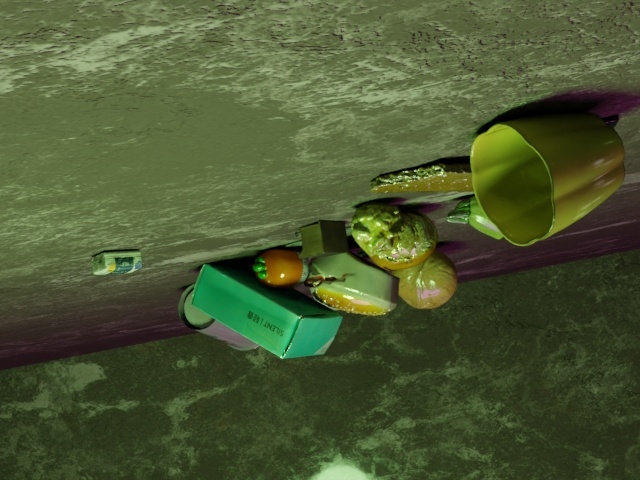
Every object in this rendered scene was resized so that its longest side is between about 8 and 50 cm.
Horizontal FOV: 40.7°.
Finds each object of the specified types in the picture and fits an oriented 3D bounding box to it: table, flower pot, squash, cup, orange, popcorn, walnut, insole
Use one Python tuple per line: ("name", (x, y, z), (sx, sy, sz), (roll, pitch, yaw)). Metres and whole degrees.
("table", (0.000, 0.000, 1.862), (0.082, 0.070, 0.083), (-14, 172, 40))
("flower pot", (0.357, -0.108, 1.318), (0.179, 0.195, 0.195), (-20, 174, -22))
("squash", (0.336, -0.065, 1.852), (0.132, 0.105, 0.105), (11, 165, -14))
("cup", (-0.276, 0.207, 2.482), (0.203, 0.203, 0.288), (-14, 164, 20))
("orange", (0.171, -0.006, 1.858), (0.157, 0.134, 0.156), (-19, 152, -11))
("popcorn", (0.119, -0.023, 1.736), (0.106, 0.120, 0.116), (-23, -159, 9))
("walnut", (0.299, 0.104, 2.494), (0.193, 0.193, 0.226), (-13, 161, 13))
("insole", (0.003, -0.007, 2.005), (0.193, 0.006, 0.065), (-15, 170, 28))

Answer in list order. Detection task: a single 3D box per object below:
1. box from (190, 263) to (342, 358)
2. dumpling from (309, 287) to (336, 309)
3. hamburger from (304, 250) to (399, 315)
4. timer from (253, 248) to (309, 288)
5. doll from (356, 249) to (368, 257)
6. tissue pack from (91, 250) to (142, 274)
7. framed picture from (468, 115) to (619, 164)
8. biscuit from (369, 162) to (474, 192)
("box", (-0.133, 0.168, 2.097), (0.311, 0.118, 0.205), (26, -168, 28))
("dumpling", (0.058, 0.119, 2.494), (0.179, 0.131, 0.252), (-31, -174, -12))
("hamburger", (0.083, 0.110, 2.148), (0.227, 0.151, 0.295), (26, 177, 19))
("timer", (-0.105, 0.069, 2.048), (0.136, 0.099, 0.136), (-10, 173, -1))
("doll", (0.182, 0.001, 2.102), (0.195, 0.062, 0.104), (-19, -178, 4))
("tissue pack", (-0.412, 0.045, 1.744), (0.083, 0.042, 0.062), (-1, 169, -42))
("framed picture", (0.387, -0.152, 1.565), (0.244, 0.013, 0.324), (-12, 170, 5))
("biscuit", (0.215, -0.112, 1.532), (0.237, 0.026, 0.131), (-1, 167, -22))
